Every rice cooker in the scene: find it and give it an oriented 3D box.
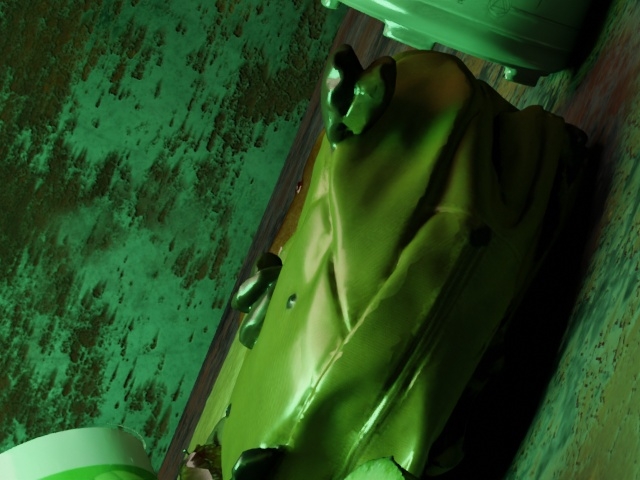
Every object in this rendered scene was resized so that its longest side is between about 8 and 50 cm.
[{"bbox_3d":[0.130,-0.265,1.540,0.280,0.241,0.227,36,108,51],"label":"rice cooker"}]

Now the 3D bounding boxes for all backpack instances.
[{"bbox_3d":[0.042,0.049,1.370,0.353,0.201,0.378,114,178,-47],"label":"backpack"}]

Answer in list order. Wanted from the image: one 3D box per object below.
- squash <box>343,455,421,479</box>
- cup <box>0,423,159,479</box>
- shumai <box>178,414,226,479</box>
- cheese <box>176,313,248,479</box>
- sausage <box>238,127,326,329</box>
[{"bbox_3d":[0.049,0.218,1.073,0.170,0.123,0.170,-157,90,-83],"label":"squash"},{"bbox_3d":[-0.213,0.335,1.759,0.253,0.253,0.274,-61,43,46],"label":"cup"},{"bbox_3d":[-0.082,0.236,1.809,0.201,0.120,0.201,-21,57,36],"label":"shumai"},{"bbox_3d":[-0.056,0.180,2.034,0.265,0.124,0.242,-67,10,-2],"label":"cheese"},{"bbox_3d":[0.000,0.000,2.302,0.102,0.102,0.330,-92,25,-74],"label":"sausage"}]
